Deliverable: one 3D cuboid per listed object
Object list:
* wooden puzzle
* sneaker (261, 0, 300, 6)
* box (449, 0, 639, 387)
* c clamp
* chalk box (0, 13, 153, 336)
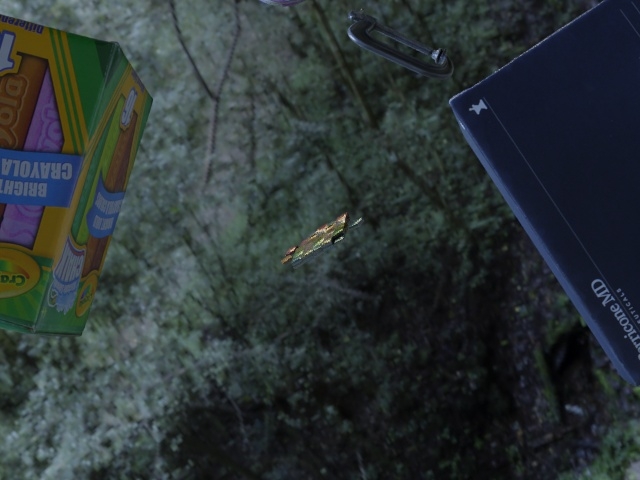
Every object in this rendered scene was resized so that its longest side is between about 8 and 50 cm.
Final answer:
[{"bbox_3d":[0.000,0.000,0.847,0.083,0.006,0.049,-30,17,19],"label":"wooden puzzle"},{"bbox_3d":[0.036,-0.392,1.366,0.282,0.102,0.161,-25,10,-15],"label":"sneaker"},{"bbox_3d":[0.358,-0.075,1.062,0.313,0.343,0.179,-32,-12,7],"label":"box"},{"bbox_3d":[0.100,-0.249,1.291,0.161,0.022,0.137,29,29,10],"label":"c clamp"},{"bbox_3d":[-0.267,-0.021,0.820,0.179,0.180,0.288,15,85,0],"label":"chalk box"}]
